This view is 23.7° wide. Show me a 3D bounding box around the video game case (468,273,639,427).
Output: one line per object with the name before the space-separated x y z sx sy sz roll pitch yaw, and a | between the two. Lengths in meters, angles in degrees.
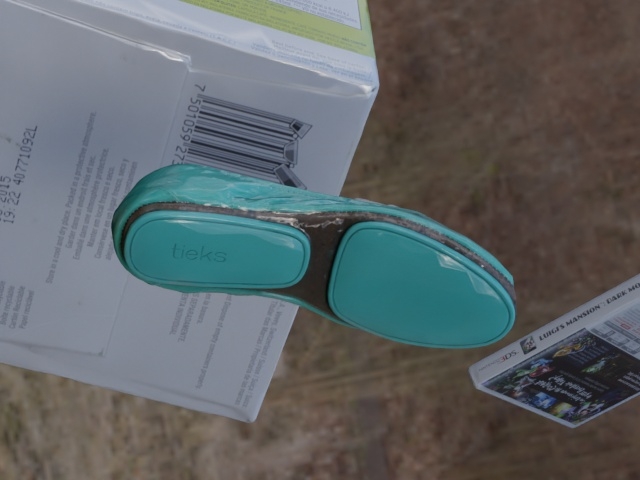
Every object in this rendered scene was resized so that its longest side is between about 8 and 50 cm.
video game case | 0.228 0.084 1.176 0.190 0.173 0.022 26 38 -55

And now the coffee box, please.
coffee box | -0.169 -0.109 1.288 0.334 0.338 0.337 -94 -158 -57

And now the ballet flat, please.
ballet flat | 0.000 0.000 0.910 0.087 0.247 0.083 -98 -158 -59
